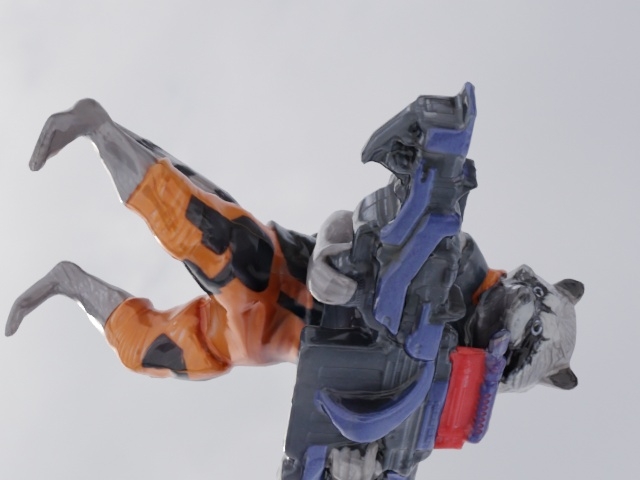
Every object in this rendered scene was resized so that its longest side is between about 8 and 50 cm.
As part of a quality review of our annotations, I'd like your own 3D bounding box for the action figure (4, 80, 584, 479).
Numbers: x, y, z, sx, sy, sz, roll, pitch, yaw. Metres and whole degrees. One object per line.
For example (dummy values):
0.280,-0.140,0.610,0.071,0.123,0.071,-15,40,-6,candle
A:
0.000,0.000,1.042,0.178,0.330,0.341,-75,-176,-49,action figure
